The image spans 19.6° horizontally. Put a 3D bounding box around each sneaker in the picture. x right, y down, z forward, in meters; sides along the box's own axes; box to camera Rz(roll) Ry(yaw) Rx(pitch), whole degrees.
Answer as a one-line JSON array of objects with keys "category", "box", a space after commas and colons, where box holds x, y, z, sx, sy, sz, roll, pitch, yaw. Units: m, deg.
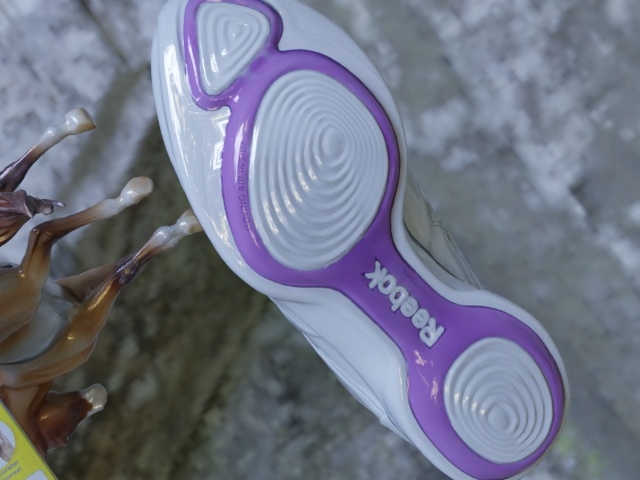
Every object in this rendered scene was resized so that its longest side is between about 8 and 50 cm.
[{"category": "sneaker", "box": [0.000, 0.000, 0.935, 0.305, 0.114, 0.152, 56, 166, -23]}]

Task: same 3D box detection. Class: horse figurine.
[{"category": "horse figurine", "box": [-0.151, 0.026, 0.997, 0.066, 0.174, 0.263, 49, -179, 21]}]

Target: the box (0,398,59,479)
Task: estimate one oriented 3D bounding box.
[{"category": "box", "box": [-0.196, 0.093, 0.845, 0.179, 0.105, 0.043, 60, 168, -21]}]
